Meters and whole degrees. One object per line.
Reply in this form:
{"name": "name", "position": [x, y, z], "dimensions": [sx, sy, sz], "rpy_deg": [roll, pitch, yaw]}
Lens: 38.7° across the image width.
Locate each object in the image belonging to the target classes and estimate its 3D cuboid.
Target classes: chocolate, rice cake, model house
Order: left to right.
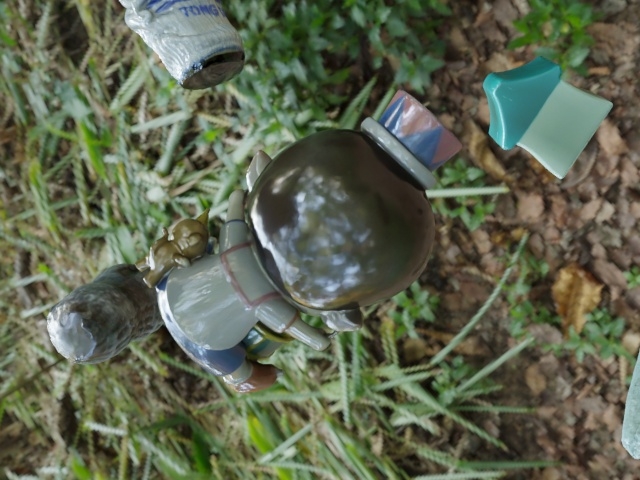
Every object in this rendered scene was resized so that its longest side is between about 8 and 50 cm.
{"name": "chocolate", "position": [-0.264, 0.091, 1.162], "dimensions": [0.110, 0.248, 0.110], "rpy_deg": [2, 98, 13]}
{"name": "model house", "position": [0.284, -0.174, 1.209], "dimensions": [0.149, 0.100, 0.127], "rpy_deg": [29, 105, -12]}
{"name": "rice cake", "position": [0.443, 0.185, 1.221], "dimensions": [0.045, 0.245, 0.042], "rpy_deg": [48, 135, -14]}

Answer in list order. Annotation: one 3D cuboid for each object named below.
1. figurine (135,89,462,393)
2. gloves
{"name": "figurine", "position": [-0.004, 0.001, 0.721], "dimensions": [0.275, 0.158, 0.161], "rpy_deg": [-33, 80, 25]}
{"name": "gloves", "position": [-0.141, -0.234, 0.803], "dimensions": [0.229, 0.119, 0.097], "rpy_deg": [52, 125, 16]}
